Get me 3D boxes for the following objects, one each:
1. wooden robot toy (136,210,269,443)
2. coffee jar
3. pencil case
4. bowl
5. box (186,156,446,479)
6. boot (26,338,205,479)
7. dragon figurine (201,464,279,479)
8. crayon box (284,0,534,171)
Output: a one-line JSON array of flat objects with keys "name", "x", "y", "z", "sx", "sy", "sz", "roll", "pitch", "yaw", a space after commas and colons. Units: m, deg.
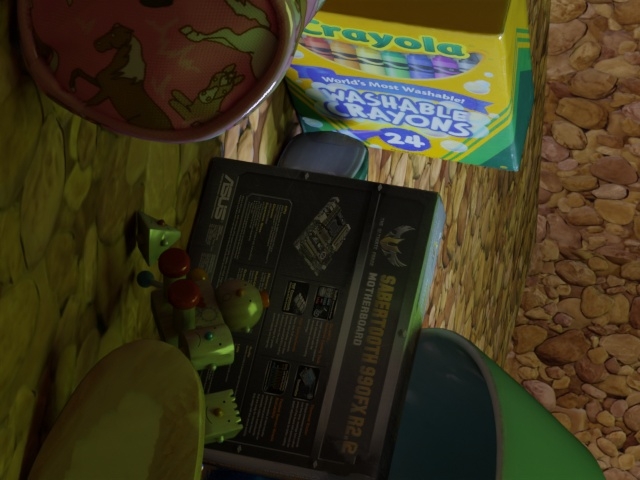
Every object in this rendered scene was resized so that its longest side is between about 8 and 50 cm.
[{"name": "wooden robot toy", "x": -0.068, "y": 0.048, "z": 1.211, "sx": 0.076, "sy": 0.079, "sz": 0.173, "roll": 107, "pitch": -32, "yaw": -53}, {"name": "coffee jar", "x": 0.000, "y": 0.000, "z": 1.645, "sx": 0.096, "sy": 0.079, "sz": 0.184, "roll": -64, "pitch": 161, "yaw": -52}, {"name": "pencil case", "x": -0.042, "y": -0.191, "z": 1.098, "sx": 0.386, "sy": 0.160, "sz": 0.167, "roll": -57, "pitch": 162, "yaw": -58}, {"name": "bowl", "x": 0.108, "y": 0.237, "z": 1.372, "sx": 0.311, "sy": 0.163, "sz": 0.311, "roll": -47, "pitch": -148, "yaw": 41}, {"name": "box", "x": -0.018, "y": 0.062, "z": 1.366, "sx": 0.056, "sy": 0.183, "sz": 0.231, "roll": 67, "pitch": 34, "yaw": -69}, {"name": "boot", "x": -0.131, "y": 0.207, "z": 1.200, "sx": 0.211, "sy": 0.104, "sz": 0.295, "roll": 21, "pitch": 84, "yaw": -83}, {"name": "dragon figurine", "x": -0.053, "y": 0.197, "z": 1.404, "sx": 0.085, "sy": 0.144, "sz": 0.289, "roll": 86, "pitch": 19, "yaw": -50}, {"name": "crayon box", "x": 0.068, "y": -0.170, "z": 1.527, "sx": 0.323, "sy": 0.203, "sz": 0.083, "roll": 69, "pitch": 33, "yaw": -66}]
